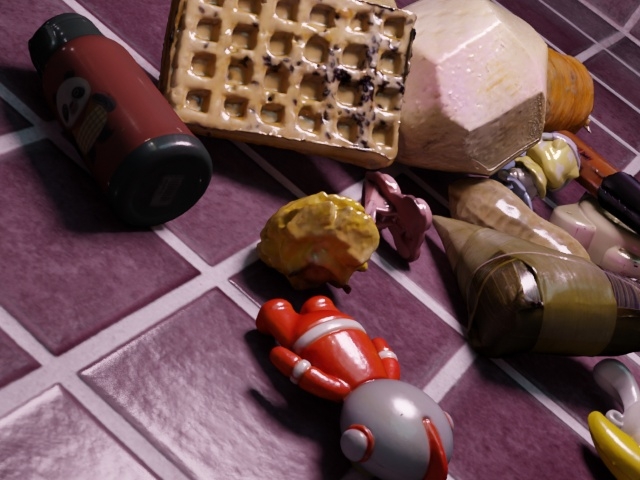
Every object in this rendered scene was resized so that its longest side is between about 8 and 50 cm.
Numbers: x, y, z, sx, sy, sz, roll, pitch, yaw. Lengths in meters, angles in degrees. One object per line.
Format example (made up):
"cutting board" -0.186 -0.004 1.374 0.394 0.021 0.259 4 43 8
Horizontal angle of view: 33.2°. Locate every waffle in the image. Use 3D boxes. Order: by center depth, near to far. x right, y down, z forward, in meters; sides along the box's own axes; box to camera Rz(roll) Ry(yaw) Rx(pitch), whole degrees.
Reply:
"waffle" -0.051 -0.257 1.620 0.376 0.261 0.114 11 -8 -17

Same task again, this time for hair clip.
"hair clip" 0.113 -0.044 1.662 0.102 0.123 0.138 8 39 -4

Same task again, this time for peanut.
"peanut" 0.333 -0.003 1.803 0.298 0.120 0.136 42 8 14

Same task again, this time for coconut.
"coconut" 0.235 -0.264 1.857 0.352 0.352 0.352 24 32 -16

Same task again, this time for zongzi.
"zongzi" 0.347 0.052 1.680 0.289 0.154 0.317 6 35 -21

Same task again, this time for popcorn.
"popcorn" 0.000 0.000 1.457 0.148 0.167 0.152 41 39 -54

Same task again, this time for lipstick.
"lipstick" 0.514 -0.110 1.954 0.077 0.077 0.418 19 19 -23

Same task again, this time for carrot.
"carrot" 0.407 -0.305 2.195 0.341 0.224 0.224 -6 49 -47

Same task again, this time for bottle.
"bottle" -0.284 -0.175 1.442 0.144 0.144 0.336 -2 43 -45

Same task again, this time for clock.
"clock" 0.585 0.025 1.938 0.309 0.114 0.284 32 24 34

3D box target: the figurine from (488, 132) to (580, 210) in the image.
"figurine" 0.382 -0.117 1.952 0.128 0.184 0.208 58 26 -17

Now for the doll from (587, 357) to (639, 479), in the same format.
"doll" 0.488 0.292 1.534 0.237 0.111 0.252 26 34 7

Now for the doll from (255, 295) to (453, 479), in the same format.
"doll" 0.055 0.190 1.291 0.200 0.105 0.336 -1 37 -46

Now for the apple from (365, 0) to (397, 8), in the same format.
"apple" 0.015 -0.492 2.068 0.314 0.252 0.309 11 21 -29
